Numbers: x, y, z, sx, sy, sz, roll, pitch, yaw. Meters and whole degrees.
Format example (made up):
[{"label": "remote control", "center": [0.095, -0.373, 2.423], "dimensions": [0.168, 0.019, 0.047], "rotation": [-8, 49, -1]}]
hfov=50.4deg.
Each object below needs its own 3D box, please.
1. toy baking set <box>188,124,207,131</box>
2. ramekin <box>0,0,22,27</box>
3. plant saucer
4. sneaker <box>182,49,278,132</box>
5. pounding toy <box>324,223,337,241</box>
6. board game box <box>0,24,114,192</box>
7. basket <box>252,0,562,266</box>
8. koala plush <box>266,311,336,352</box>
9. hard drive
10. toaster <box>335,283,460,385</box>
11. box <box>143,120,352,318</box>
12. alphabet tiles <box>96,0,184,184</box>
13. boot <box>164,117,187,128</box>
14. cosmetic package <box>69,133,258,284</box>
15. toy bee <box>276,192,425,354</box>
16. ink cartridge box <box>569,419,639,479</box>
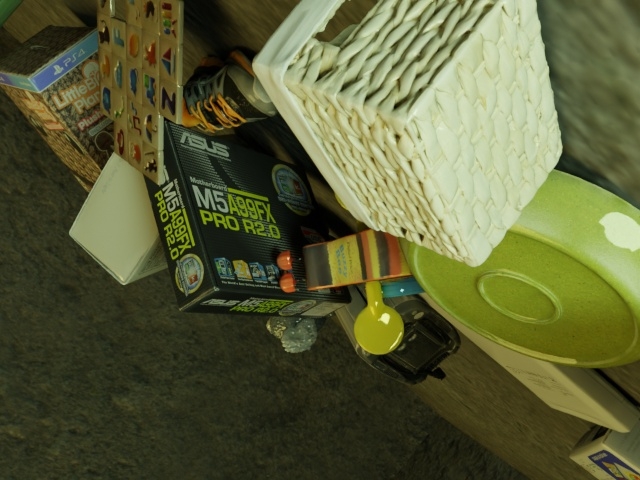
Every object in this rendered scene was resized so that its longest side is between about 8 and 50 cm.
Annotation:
[{"label": "toy baking set", "center": [-0.265, -0.257, 1.161], "dimensions": [0.197, 0.030, 0.256], "rotation": [42, 172, -33]}, {"label": "ramekin", "center": [-0.683, -0.512, 1.231], "dimensions": [0.303, 0.148, 0.303], "rotation": [39, 171, 7]}, {"label": "plant saucer", "center": [0.159, 0.033, 0.528], "dimensions": [0.241, 0.037, 0.241], "rotation": [26, 154, 14]}, {"label": "sneaker", "center": [-0.108, -0.160, 0.782], "dimensions": [0.084, 0.083, 0.215], "rotation": [46, 169, -26]}, {"label": "pounding toy", "center": [0.000, 0.000, 1.173], "dimensions": [0.237, 0.110, 0.183], "rotation": [12, 165, -13]}, {"label": "board game box", "center": [-0.401, -0.215, 1.197], "dimensions": [0.232, 0.141, 0.291], "rotation": [21, 149, 48]}, {"label": "basket", "center": [0.061, -0.073, 0.391], "dimensions": [0.103, 0.113, 0.167], "rotation": [31, 168, 37]}, {"label": "koala plush", "center": [-0.019, 0.129, 1.419], "dimensions": [0.203, 0.221, 0.196], "rotation": [44, 171, -24]}, {"label": "hard drive", "center": [0.235, 0.120, 0.877], "dimensions": [0.308, 0.040, 0.203], "rotation": [41, 172, -3]}, {"label": "toaster", "center": [0.116, 0.123, 1.055], "dimensions": [0.227, 0.129, 0.146], "rotation": [36, -166, -45]}, {"label": "box", "center": [-0.086, -0.014, 0.849], "dimensions": [0.270, 0.060, 0.216], "rotation": [13, -127, -54]}, {"label": "alphabet tiles", "center": [-0.196, -0.188, 0.726], "dimensions": [0.198, 0.009, 0.237], "rotation": [32, 126, 43]}, {"label": "boot", "center": [-0.376, -0.277, 1.308], "dimensions": [0.248, 0.090, 0.207], "rotation": [39, 174, 31]}, {"label": "cosmetic package", "center": [-0.197, -0.059, 0.998], "dimensions": [0.113, 0.160, 0.309], "rotation": [41, -160, 10]}, {"label": "toy bee", "center": [0.041, 0.035, 0.763], "dimensions": [0.298, 0.162, 0.195], "rotation": [113, 146, -60]}, {"label": "ink cartridge box", "center": [0.498, 0.359, 0.904], "dimensions": [0.307, 0.072, 0.303], "rotation": [35, 169, 22]}]
